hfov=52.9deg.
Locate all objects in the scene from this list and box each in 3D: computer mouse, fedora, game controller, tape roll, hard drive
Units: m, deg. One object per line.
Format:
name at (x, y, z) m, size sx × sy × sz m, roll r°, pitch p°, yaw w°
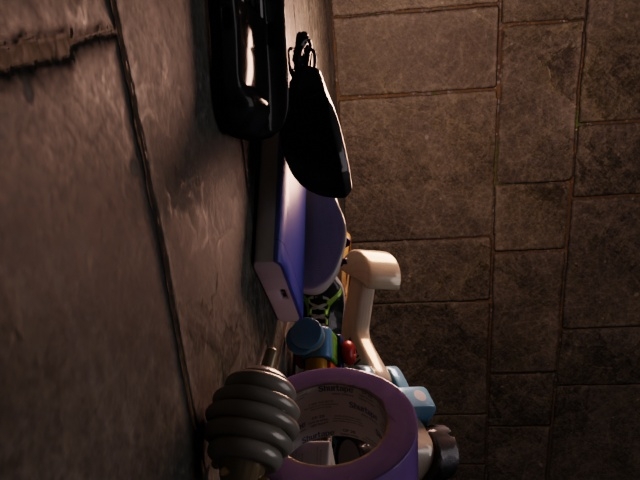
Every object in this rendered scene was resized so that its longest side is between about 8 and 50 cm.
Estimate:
computer mouse at (-0.017, -0.143, 0.839) m, size 0.272 × 0.072 × 0.188 m, roll -103°, pitch -178°, yaw -55°
fedora at (0.030, 0.070, 1.564) m, size 0.194 × 0.079 × 0.194 m, roll 4°, pitch 90°, yaw -85°
game controller at (-0.084, -0.269, 0.692) m, size 0.166 × 0.067 × 0.319 m, roll -17°, pitch 104°, yaw -70°
tape roll at (0.012, 0.227, 0.701) m, size 0.189 × 0.189 × 0.080 m, roll -82°, pitch 167°, yaw -63°
hard drive at (-0.053, -0.068, 0.942) m, size 0.210 × 0.040 × 0.319 m, roll 77°, pitch 12°, yaw -62°

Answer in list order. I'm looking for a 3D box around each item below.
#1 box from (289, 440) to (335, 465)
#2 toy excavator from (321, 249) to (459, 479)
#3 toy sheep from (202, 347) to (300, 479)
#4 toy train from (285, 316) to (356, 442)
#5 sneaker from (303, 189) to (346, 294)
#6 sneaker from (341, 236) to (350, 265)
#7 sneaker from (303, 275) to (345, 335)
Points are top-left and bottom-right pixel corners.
box at (-0.027, 0.314, 0.791) m, size 0.102 × 0.087 × 0.101 m, roll 83°, pitch 7°, yaw -48°
toy excavator at (0.094, 0.300, 1.333) m, size 0.445 × 0.222 × 0.433 m, roll 62°, pitch -41°, yaw 45°
toy sheep at (-0.059, 0.154, 0.555) m, size 0.091 × 0.091 × 0.132 m, roll 79°, pitch 15°, yaw -56°
toy train at (-0.006, 0.255, 1.028) m, size 0.143 × 0.105 × 0.248 m, roll 58°, pitch 28°, yaw -58°
sneaker at (0.000, 0.000, 1.125) m, size 0.169 × 0.108 × 0.293 m, roll 76°, pitch 11°, yaw -51°
sneaker at (0.015, -0.007, 1.326) m, size 0.224 × 0.098 × 0.083 m, roll -85°, pitch 170°, yaw -55°
sneaker at (0.006, 0.167, 1.235) m, size 0.097 × 0.084 × 0.235 m, roll -76°, pitch 163°, yaw -67°
